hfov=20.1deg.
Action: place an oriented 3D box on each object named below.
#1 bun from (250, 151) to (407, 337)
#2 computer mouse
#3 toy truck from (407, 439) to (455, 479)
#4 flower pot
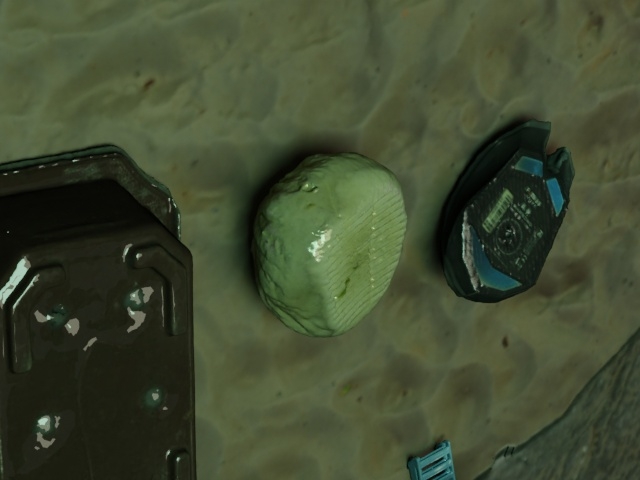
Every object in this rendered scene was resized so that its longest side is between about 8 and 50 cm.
[{"bbox_3d":[0.000,0.000,1.079,0.115,0.069,0.115,-37,140,-40],"label":"bun"},{"bbox_3d":[0.117,-0.018,1.176,0.079,0.047,0.135,46,68,-30],"label":"computer mouse"},{"bbox_3d":[0.091,0.183,1.217,0.056,0.090,0.073,-27,164,-28],"label":"toy truck"},{"bbox_3d":[-0.137,0.084,0.995,0.179,0.084,0.251,-12,113,-33],"label":"flower pot"}]
